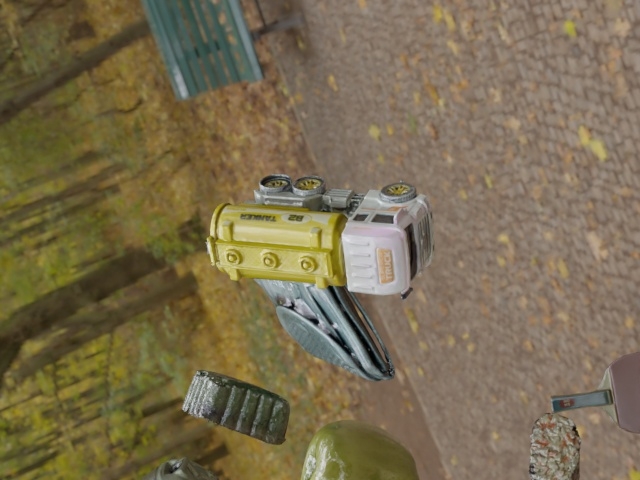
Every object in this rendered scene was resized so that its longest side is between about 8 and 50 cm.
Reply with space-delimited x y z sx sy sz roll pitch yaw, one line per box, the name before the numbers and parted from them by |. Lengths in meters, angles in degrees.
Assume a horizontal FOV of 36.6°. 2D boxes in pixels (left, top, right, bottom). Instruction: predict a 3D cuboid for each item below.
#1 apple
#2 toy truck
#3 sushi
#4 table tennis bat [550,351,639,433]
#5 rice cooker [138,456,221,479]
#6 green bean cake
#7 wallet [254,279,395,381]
apple | 0.081 0.521 2.103 0.279 0.279 0.279 158 90 -77
toy truck | 0.000 0.000 1.021 0.114 0.226 0.098 -53 -38 -53
sushi | 0.407 0.377 1.680 0.078 0.090 0.150 67 -150 -46
table tennis bat | 0.570 0.290 1.814 0.021 0.274 0.154 2 -101 -76
rice cooker | -0.243 0.502 1.455 0.288 0.277 0.288 55 180 0
green bean cake | -0.156 0.313 1.835 0.173 0.181 0.094 -8 62 71
wallet | -0.014 0.132 1.697 0.237 0.075 0.342 57 161 -17
